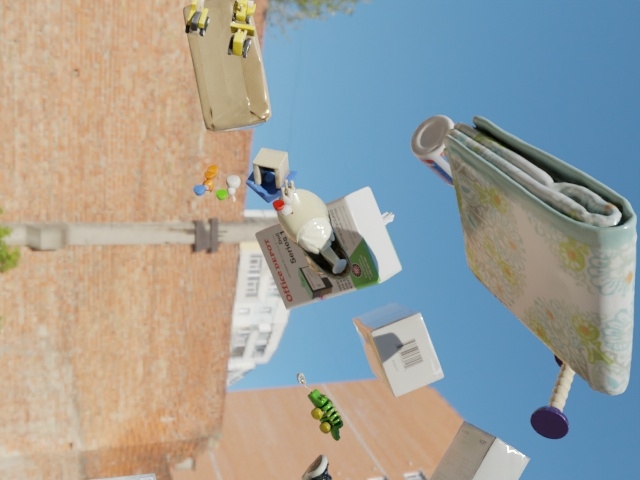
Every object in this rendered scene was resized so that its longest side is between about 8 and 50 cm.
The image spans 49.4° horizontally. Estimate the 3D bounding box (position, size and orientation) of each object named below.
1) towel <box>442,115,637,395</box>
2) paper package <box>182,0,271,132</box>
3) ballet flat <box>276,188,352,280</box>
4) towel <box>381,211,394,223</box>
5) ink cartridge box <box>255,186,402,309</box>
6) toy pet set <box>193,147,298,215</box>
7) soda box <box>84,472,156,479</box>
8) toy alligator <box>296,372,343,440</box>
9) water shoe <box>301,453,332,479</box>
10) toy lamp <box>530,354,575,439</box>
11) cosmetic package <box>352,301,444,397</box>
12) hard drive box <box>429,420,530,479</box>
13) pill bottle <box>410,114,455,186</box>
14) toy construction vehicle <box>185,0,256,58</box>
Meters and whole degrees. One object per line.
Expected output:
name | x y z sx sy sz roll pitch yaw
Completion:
towel | 0.327 0.009 1.052 0.374 0.090 0.321 53 -13 51
paper package | -0.238 -0.433 1.772 0.325 0.168 0.310 -142 -138 -80
ballet flat | 0.000 0.000 1.191 0.248 0.086 0.086 56 17 -57
towel | 0.101 0.033 2.143 0.034 0.209 0.285 46 -58 9
ink cartridge box | 0.013 0.023 1.575 0.278 0.117 0.201 -20 -86 37
toy pet set | -0.086 -0.065 0.919 0.065 0.122 0.114 88 20 -45
soda box | -0.409 0.459 1.166 0.098 0.286 0.091 -34 -119 29
toy alligator | 0.007 0.394 1.665 0.051 0.056 0.190 -28 -87 41
water shoe | 0.006 0.660 1.968 0.073 0.080 0.203 -51 173 -26
toy lamp | 0.488 0.279 1.388 0.080 0.275 0.080 16 -54 23
cosmetic package | 0.215 0.302 2.009 0.365 0.155 0.197 159 -91 -84
hard drive box | 0.302 0.507 1.433 0.232 0.089 0.181 -57 -175 -7
pill bottle | 0.337 -0.211 1.767 0.124 0.221 0.124 -23 -129 32
toy construction vehicle | -0.121 -0.279 0.867 0.035 0.085 0.098 103 -1 -57
